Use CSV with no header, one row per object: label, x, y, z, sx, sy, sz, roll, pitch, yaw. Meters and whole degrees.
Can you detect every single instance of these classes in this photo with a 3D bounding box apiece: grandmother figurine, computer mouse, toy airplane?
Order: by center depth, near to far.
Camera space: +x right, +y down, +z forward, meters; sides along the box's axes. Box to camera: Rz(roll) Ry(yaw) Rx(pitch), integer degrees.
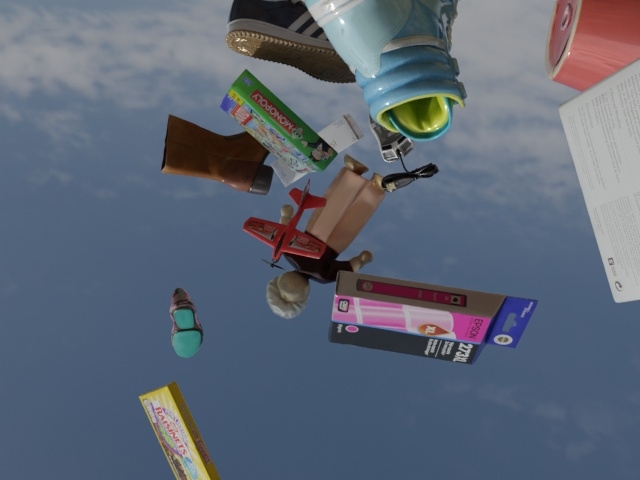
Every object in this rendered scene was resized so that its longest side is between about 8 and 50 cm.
toy airplane,-0.046,-0.025,1.252,0.151,0.028,0.151,-7,-110,20
computer mouse,0.142,-0.178,1.470,0.106,0.042,0.193,-26,-121,21
grandmother figurine,0.000,0.000,1.590,0.208,0.342,0.104,33,-175,22

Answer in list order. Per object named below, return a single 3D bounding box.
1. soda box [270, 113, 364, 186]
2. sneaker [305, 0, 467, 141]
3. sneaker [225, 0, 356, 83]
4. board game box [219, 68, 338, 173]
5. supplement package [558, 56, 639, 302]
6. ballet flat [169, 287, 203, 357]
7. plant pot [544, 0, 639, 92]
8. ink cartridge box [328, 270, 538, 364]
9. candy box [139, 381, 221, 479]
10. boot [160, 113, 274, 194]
soda box,-0.008,-0.213,1.898,0.216,0.069,0.074,-31,-175,19
sneaker,0.120,-0.231,0.966,0.127,0.208,0.319,-22,-173,40
sneaker,-0.028,-0.384,1.427,0.282,0.099,0.153,11,-112,-25
board game box,-0.088,-0.213,1.511,0.213,0.046,0.317,40,176,-10
supplement package,0.372,-0.077,0.663,0.198,0.263,0.199,-13,-96,-17
ballet flat,-0.315,0.186,1.881,0.077,0.221,0.079,-3,-129,-6
plant pot,0.500,-0.331,1.266,0.243,0.275,0.275,10,-143,2
ink cartridge box,0.204,0.152,1.512,0.371,0.175,0.069,7,-128,1
candy box,-0.264,0.370,1.506,0.027,0.105,0.205,-24,-92,-50
boot,-0.249,-0.261,2.019,0.281,0.264,0.096,14,170,-18
